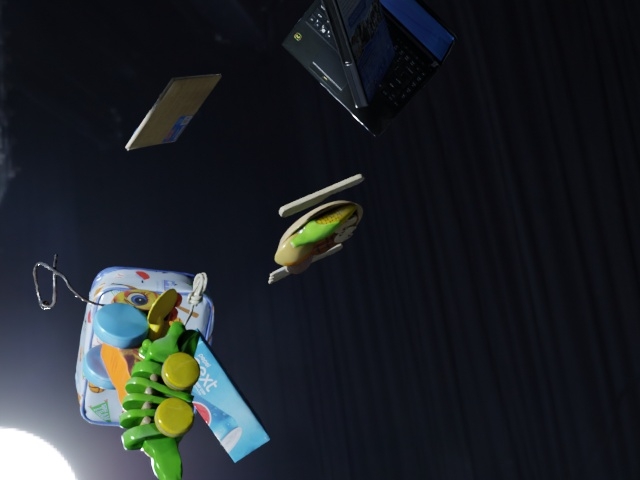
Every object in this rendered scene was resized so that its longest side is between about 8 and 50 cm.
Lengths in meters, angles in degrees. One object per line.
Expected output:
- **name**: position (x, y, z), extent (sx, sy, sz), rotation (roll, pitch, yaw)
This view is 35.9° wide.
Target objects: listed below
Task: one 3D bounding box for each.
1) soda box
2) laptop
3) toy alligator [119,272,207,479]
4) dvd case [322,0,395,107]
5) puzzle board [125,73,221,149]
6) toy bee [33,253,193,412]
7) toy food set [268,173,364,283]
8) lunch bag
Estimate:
- **soda box**: position (-0.167, 0.249, 1.587), extent (0.071, 0.210, 0.067), rotation (-33, 19, -4)
- **laptop**: position (0.069, -0.317, 1.569), extent (0.264, 0.234, 0.136), rotation (-47, -3, 31)
- **toy alligator**: position (-0.123, 0.102, 0.765), extent (0.051, 0.189, 0.056), rotation (14, -36, -16)
- **dvd case**: position (0.044, -0.337, 1.389), extent (0.022, 0.180, 0.253), rotation (-6, -59, 24)
- **puzzle board**: position (-0.194, -0.171, 1.300), extent (0.128, 0.011, 0.096), rotation (-48, -15, 32)
- **toy bee**: position (-0.232, 0.116, 1.297), extent (0.162, 0.298, 0.195), rotation (-11, -24, -39)
- **toy food set**: position (0.000, 0.000, 1.229), extent (0.132, 0.038, 0.192), rotation (-25, -22, -19)
- **lunch bag**: position (-0.315, 0.204, 1.810), extent (0.243, 0.303, 0.115), rotation (5, 21, -19)
